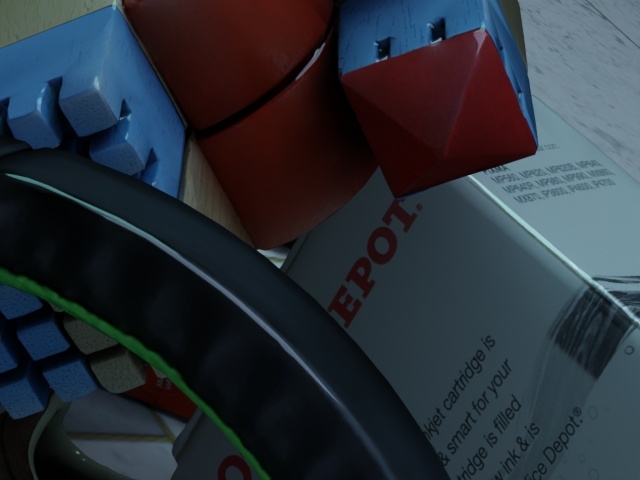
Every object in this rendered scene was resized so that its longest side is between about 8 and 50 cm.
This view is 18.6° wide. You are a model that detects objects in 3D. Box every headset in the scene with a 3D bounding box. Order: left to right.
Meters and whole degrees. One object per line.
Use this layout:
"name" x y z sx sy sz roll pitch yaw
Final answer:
"headset" -0.157 0.083 0.402 0.394 0.243 0.185 10 8 5

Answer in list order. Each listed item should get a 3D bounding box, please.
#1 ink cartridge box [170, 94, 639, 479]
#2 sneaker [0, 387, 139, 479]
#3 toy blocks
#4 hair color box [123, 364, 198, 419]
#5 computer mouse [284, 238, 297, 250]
"ink cartridge box" 0.099 0.101 0.741 0.273 0.197 0.114 43 29 23
"sneaker" -0.046 0.126 0.663 0.188 0.071 0.066 35 21 3
"toy blocks" -0.082 -0.052 0.649 0.261 0.381 0.190 -89 156 -55
"hair color box" -0.093 0.027 0.851 0.141 0.043 0.072 24 23 -22
"computer mouse" 0.000 0.000 1.054 0.071 0.041 0.242 8 33 -51
